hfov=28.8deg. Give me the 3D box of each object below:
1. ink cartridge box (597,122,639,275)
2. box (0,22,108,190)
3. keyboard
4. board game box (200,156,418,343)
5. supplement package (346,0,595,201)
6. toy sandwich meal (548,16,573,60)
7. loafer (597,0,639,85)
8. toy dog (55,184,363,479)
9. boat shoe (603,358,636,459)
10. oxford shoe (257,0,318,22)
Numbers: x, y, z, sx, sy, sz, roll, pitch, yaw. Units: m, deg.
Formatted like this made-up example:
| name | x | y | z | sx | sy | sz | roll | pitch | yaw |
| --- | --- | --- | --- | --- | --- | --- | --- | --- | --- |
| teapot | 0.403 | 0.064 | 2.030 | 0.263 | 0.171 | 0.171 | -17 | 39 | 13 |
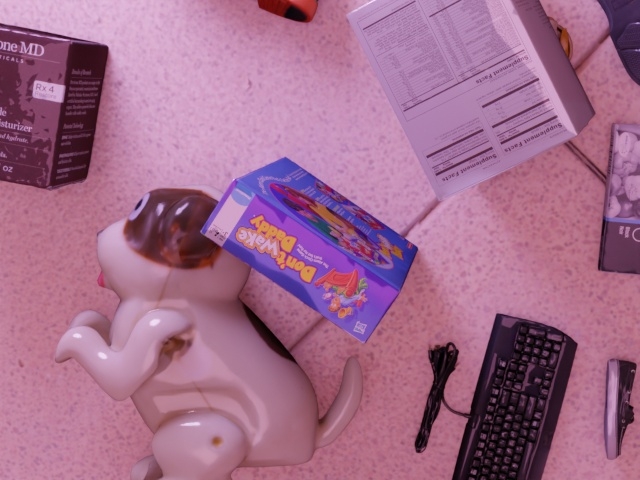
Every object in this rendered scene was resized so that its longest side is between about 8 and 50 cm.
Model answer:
| name | x | y | z | sx | sy | sz | roll | pitch | yaw |
| --- | --- | --- | --- | --- | --- | --- | --- | --- | --- |
| ink cartridge box | 0.489 | -0.049 | 1.679 | 0.208 | 0.045 | 0.206 | 4 | 98 | 6 |
| box | -0.409 | -0.188 | 1.717 | 0.168 | 0.167 | 0.203 | 11 | 99 | 6 |
| keyboard | 0.231 | 0.257 | 1.762 | 0.201 | 0.033 | 0.317 | 14 | 98 | 6 |
| board game box | 0.000 | 0.000 | 1.597 | 0.233 | 0.347 | 0.078 | 34 | 101 | 2 |
| supplement package | 0.199 | -0.223 | 1.599 | 0.198 | 0.199 | 0.263 | -26 | 94 | 22 |
| toy sandwich meal | 0.303 | -0.261 | 1.682 | 0.085 | 0.029 | 0.086 | 1 | 98 | 8 |
| loafer | 0.414 | -0.350 | 1.637 | 0.109 | 0.095 | 0.303 | -16 | 94 | 49 |
| toy dog | -0.167 | 0.127 | 1.674 | 0.395 | 0.284 | 0.408 | -13 | 94 | 9 |
| boat shoe | 0.416 | 0.235 | 1.725 | 0.040 | 0.049 | 0.142 | 2 | 96 | 7 |
| oxford shoe | -0.116 | -0.394 | 1.701 | 0.271 | 0.097 | 0.098 | 25 | 80 | -1 |
